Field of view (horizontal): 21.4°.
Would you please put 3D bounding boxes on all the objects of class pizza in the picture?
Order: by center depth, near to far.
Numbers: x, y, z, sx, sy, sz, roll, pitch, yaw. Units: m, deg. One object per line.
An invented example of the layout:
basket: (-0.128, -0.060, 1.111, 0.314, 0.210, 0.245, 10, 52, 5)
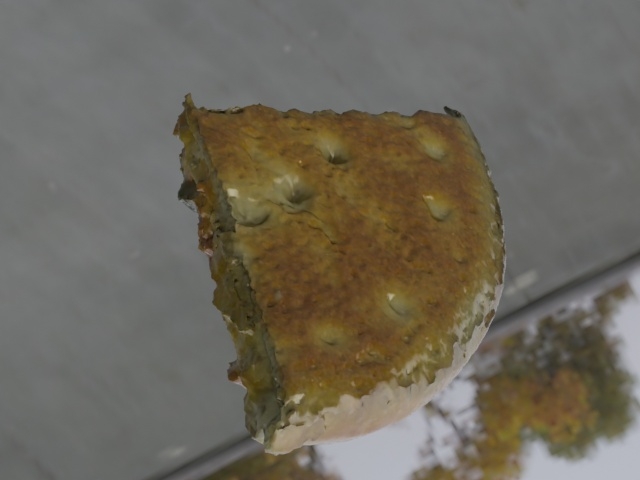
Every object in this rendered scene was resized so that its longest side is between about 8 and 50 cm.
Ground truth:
pizza: (0.000, 0.000, 0.875, 0.058, 0.197, 0.292, -54, -176, 41)
